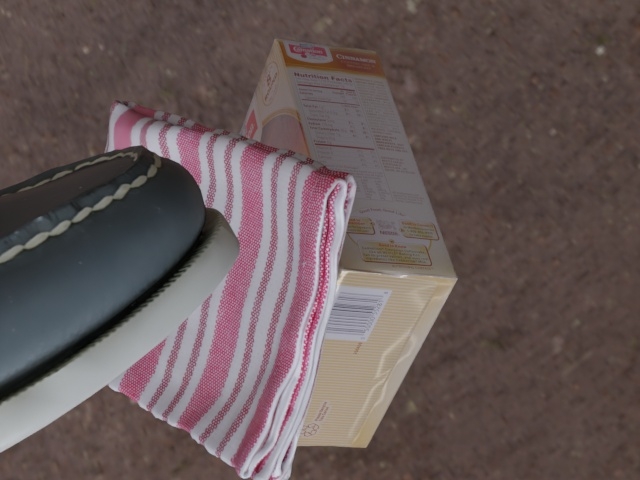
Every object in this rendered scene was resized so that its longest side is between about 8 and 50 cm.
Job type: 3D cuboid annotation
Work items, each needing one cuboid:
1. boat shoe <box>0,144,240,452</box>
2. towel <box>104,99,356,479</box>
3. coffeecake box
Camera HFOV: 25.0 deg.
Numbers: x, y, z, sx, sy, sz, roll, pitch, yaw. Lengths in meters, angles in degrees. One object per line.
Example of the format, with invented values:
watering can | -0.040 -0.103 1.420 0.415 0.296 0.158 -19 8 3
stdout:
boat shoe | -0.173 0.026 0.331 0.319 0.116 0.099 -21 103 -17
towel | -0.064 0.017 0.687 0.029 0.197 0.144 6 100 -41
coffeecake box | 0.000 0.000 0.816 0.068 0.185 0.142 5 133 -21
